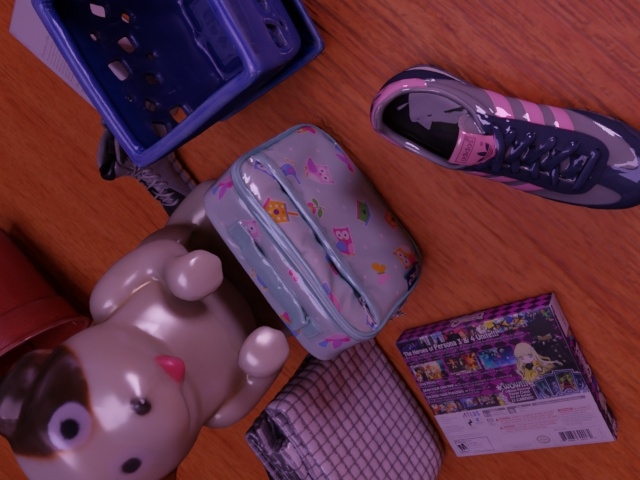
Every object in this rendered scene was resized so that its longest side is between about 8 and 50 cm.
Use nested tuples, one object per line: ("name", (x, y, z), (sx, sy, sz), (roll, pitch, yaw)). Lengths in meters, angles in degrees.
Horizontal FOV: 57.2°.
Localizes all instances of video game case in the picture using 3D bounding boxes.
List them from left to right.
("video game case", (0.250, 0.196, 0.811), (0.232, 0.042, 0.210), (-23, 101, 35))

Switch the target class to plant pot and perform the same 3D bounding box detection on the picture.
("plant pot", (-0.655, 0.131, 1.170), (0.265, 0.272, 0.272), (53, 127, 6))
("plant pot", (-0.149, -0.258, 0.701), (0.236, 0.212, 0.235), (-25, 99, 36))

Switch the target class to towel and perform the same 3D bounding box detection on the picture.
("towel", (0.040, 0.302, 0.867), (0.121, 0.235, 0.283), (-30, 97, 43))

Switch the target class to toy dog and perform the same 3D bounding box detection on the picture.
("toy dog", (-0.225, 0.144, 0.767), (0.396, 0.408, 0.284), (-24, 107, 20))

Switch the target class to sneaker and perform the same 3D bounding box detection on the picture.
("sneaker", (-0.272, -0.093, 0.903), (0.086, 0.132, 0.228), (-16, 105, 34))
("sneaker", (0.200, -0.097, 0.635), (0.319, 0.131, 0.112), (21, 122, 19))

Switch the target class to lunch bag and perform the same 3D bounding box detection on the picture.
("lunch bag", (0.000, 0.000, 0.740), (0.108, 0.224, 0.279), (-36, 93, 37))

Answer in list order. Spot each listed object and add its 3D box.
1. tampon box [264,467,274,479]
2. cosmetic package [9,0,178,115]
("tampon box", (-0.006, 0.412, 1.015), (0.102, 0.120, 0.160), (-6, 110, 31))
("cosmetic package", (-0.318, -0.270, 0.851), (0.231, 0.117, 0.085), (41, 125, 7))
